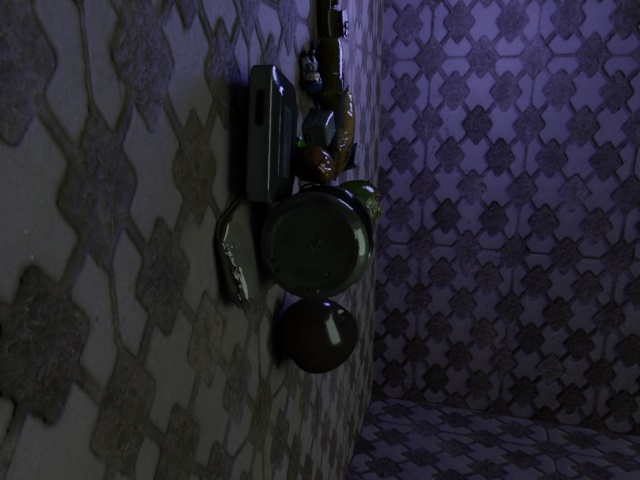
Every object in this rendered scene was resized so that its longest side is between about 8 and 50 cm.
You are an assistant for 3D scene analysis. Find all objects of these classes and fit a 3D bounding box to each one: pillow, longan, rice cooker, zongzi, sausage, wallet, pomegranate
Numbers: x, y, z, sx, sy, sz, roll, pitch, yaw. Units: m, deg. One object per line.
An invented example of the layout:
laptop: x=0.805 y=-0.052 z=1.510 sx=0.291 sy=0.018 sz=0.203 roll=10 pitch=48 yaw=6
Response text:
pillow: x=0.090 y=-0.461 z=2.226 sx=0.310 sy=0.119 sz=0.312 roll=88 pitch=10 yaw=-71
longan: x=-0.011 y=0.348 z=1.873 sx=0.350 sy=0.288 sz=0.288 roll=52 pitch=43 yaw=-52
rice cooker: x=0.000 y=0.000 z=1.528 sx=0.325 sy=0.335 sz=0.335 roll=-51 pitch=143 yaw=-77
zongzi: x=0.030 y=-0.658 z=2.059 sx=0.289 sy=0.123 sz=0.260 roll=102 pitch=-14 yaw=-86
sausage: x=-0.023 y=-0.250 z=1.666 sx=0.134 sy=0.116 sz=0.354 roll=64 pitch=-8 yaw=-15
wallet: x=-0.209 y=0.039 z=1.439 sx=0.275 sy=0.068 sz=0.335 roll=-61 pitch=145 yaw=-65
pomegranate: x=0.142 y=-0.141 z=2.382 sx=0.340 sy=0.260 sz=0.260 roll=-46 pitch=148 yaw=-21

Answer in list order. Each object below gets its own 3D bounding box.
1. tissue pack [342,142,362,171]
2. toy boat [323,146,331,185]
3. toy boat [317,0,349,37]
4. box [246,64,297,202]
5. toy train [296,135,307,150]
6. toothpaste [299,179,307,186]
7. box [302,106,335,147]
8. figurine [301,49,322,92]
tissue pack: x=0.122 y=-0.386 z=2.363 sx=0.051 sy=0.156 sz=0.112 roll=21 pitch=71 yaw=-39
toy boat: x=0.006 y=-0.331 z=2.126 sx=0.072 sy=0.064 sz=0.206 roll=-38 pitch=130 yaw=-45
toy boat: x=0.053 y=-0.877 z=2.033 sx=0.089 sy=0.121 sz=0.321 roll=-51 pitch=143 yaw=-55
box: x=-0.132 y=-0.298 z=1.491 sx=0.373 sy=0.090 sz=0.367 roll=-41 pitch=135 yaw=-80
toy train: x=-0.071 y=-0.339 z=1.867 sx=0.209 sy=0.042 sz=0.044 roll=43 pitch=52 yaw=-71
toothpaste: x=-0.053 y=-0.282 z=1.979 sx=0.045 sy=0.028 sz=0.170 roll=54 pitch=46 yaw=-57
box: x=0.000 y=-0.442 z=2.001 sx=0.172 sy=0.093 sz=0.124 roll=-69 pitch=158 yaw=-46
figurine: x=-0.041 y=-0.619 z=1.864 sx=0.087 sy=0.086 sz=0.149 roll=13 pitch=-65 yaw=65
